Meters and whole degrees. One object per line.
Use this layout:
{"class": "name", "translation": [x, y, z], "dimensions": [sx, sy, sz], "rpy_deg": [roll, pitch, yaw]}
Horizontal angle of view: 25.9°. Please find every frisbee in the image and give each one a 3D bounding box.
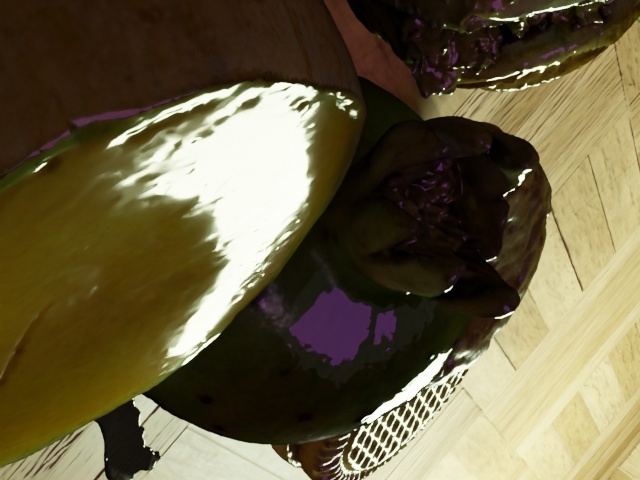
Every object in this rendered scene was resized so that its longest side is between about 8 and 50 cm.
{"class": "frisbee", "translation": [-0.150, 0.114, 0.966], "dimensions": [0.211, 0.012, 0.187], "rpy_deg": [-30, 139, -25]}

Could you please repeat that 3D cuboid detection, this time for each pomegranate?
{"class": "pomegranate", "translation": [-0.017, 0.006, 0.789], "dimensions": [0.242, 0.242, 0.306], "rpy_deg": [-48, -177, -7]}

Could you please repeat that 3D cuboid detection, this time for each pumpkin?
{"class": "pumpkin", "translation": [-0.134, -0.041, 0.572], "dimensions": [0.332, 0.199, 0.332], "rpy_deg": [-35, 156, -18]}

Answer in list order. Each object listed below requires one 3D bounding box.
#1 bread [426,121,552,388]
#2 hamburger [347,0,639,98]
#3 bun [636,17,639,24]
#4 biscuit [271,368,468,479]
{"class": "bread", "translation": [0.084, 0.004, 1.116], "dimensions": [0.230, 0.123, 0.230], "rpy_deg": [-34, 140, -36]}
{"class": "hamburger", "translation": [0.099, -0.194, 0.820], "dimensions": [0.189, 0.215, 0.122], "rpy_deg": [-16, 144, -4]}
{"class": "bun", "translation": [0.343, -0.264, 1.149], "dimensions": [0.244, 0.153, 0.244], "rpy_deg": [-46, 161, -21]}
{"class": "biscuit", "translation": [0.057, 0.123, 1.300], "dimensions": [0.259, 0.079, 0.259], "rpy_deg": [-39, 154, -23]}
